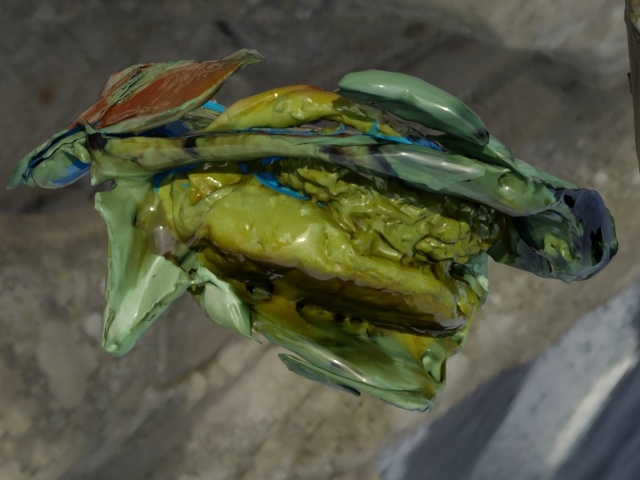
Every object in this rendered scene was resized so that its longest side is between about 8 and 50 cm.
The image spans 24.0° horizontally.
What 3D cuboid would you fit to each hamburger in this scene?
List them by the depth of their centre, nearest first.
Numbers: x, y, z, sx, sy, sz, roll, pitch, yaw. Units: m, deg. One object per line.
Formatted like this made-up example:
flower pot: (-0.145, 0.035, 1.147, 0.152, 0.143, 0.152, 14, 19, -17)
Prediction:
hamburger: (0.000, 0.004, 0.748, 0.260, 0.276, 0.151, 19, 84, -49)

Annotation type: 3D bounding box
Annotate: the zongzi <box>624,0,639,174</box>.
zongzi: (0.295, -0.134, 1.049, 0.447, 0.181, 0.418, 77, 13, -47)
